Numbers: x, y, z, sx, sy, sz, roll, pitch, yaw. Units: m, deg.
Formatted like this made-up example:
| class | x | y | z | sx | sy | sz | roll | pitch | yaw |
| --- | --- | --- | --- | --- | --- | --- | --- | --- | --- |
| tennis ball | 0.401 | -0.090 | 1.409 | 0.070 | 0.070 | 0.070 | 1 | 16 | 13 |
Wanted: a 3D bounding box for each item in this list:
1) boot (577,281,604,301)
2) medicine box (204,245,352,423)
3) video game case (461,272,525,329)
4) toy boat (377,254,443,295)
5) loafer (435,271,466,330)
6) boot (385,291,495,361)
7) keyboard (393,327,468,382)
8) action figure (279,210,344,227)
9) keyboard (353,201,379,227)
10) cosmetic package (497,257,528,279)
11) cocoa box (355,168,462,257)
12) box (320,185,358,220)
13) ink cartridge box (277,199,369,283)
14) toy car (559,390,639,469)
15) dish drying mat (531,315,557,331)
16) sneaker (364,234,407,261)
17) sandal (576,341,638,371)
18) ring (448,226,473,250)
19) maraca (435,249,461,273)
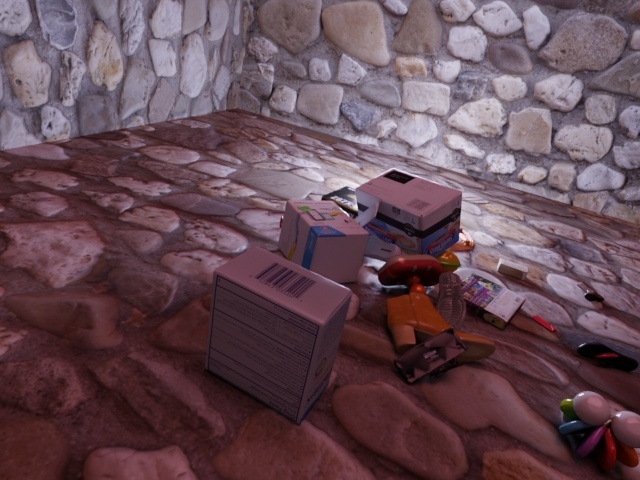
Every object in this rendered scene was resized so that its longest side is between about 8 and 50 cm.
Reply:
| class | x | y | z | sx | sy | sz | roll | pitch | yaw |
| --- | --- | --- | --- | --- | --- | --- | --- | --- | --- |
| boot | 1.095 | 0.206 | 1.789 | 0.106 | 0.037 | 0.114 | 17 | 26 | -22 |
| medicine box | -0.100 | 0.204 | 0.960 | 0.263 | 0.289 | 0.149 | 23 | 30 | 20 |
| video game case | 0.596 | 0.210 | 1.547 | 0.210 | 0.042 | 0.232 | 29 | 30 | 29 |
| toy boat | 0.322 | 0.139 | 1.493 | 0.231 | 0.151 | 0.151 | -1 | 59 | -24 |
| loafer | 0.425 | 0.214 | 1.409 | 0.094 | 0.087 | 0.251 | 3 | 40 | 18 |
| boot | 0.345 | 0.243 | 1.278 | 0.295 | 0.104 | 0.211 | 3 | 37 | -1 |
| keyboard | 0.295 | 0.317 | 1.143 | 0.192 | 0.038 | 0.100 | -26 | 62 | -10 |
| action figure | -0.014 | -0.088 | 1.769 | 0.280 | 0.139 | 0.091 | 5 | 28 | -20 |
| keyboard | 0.150 | -0.068 | 1.683 | 0.014 | 0.256 | 0.072 | 23 | 60 | -18 |
| cosmetic package | 0.809 | 0.121 | 1.824 | 0.115 | 0.041 | 0.060 | 20 | 28 | 16 |
| cocoa box | 0.338 | -0.100 | 1.685 | 0.231 | 0.228 | 0.347 | -29 | 39 | -28 |
| box | 0.194 | -0.151 | 2.049 | 0.322 | 0.079 | 0.257 | 25 | 30 | 23 |
| ink cartridge box | 0.000 | 0.000 | 1.518 | 0.198 | 0.197 | 0.270 | -2 | 29 | -29 |
| toy car | 0.646 | 0.451 | 1.007 | 0.182 | 0.159 | 0.136 | 27 | 66 | 26 |
| dish drying mat | 0.782 | 0.290 | 1.511 | 0.032 | 0.008 | 0.083 | -6 | 32 | -32 |
| sneaker | 0.239 | 0.049 | 1.650 | 0.091 | 0.094 | 0.258 | 38 | -3 | -25 |
| sandal | 0.897 | 0.369 | 1.347 | 0.179 | 0.067 | 0.040 | 20 | 38 | 9 |
| ring | 0.564 | -0.044 | 2.055 | 0.337 | 0.032 | 0.336 | 10 | 26 | -5 |
| maraca | 0.453 | 0.077 | 1.687 | 0.186 | 0.099 | 0.127 | 11 | 5 | 16 |
